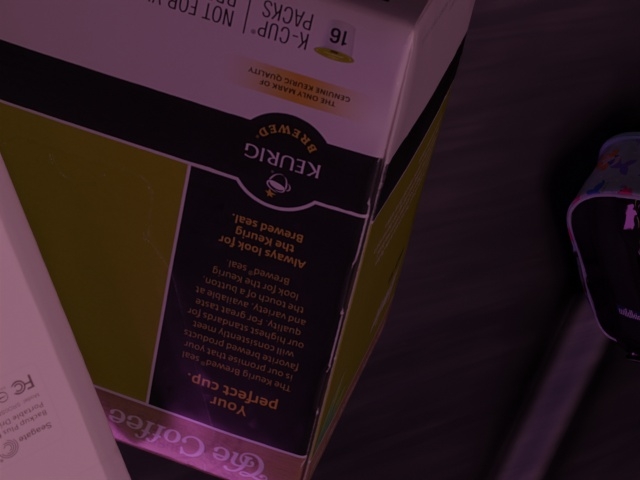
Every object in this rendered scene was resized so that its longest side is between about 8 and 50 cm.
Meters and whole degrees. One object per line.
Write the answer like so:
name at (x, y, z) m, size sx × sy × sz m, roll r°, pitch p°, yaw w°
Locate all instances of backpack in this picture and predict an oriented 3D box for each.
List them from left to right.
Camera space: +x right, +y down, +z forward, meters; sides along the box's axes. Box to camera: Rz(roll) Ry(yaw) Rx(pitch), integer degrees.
backpack at (0.375, -0.002, 1.569) m, size 0.191 × 0.225 × 0.253 m, roll -59°, pitch 141°, yaw -23°

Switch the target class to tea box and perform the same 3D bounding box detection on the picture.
tea box at (-0.105, -0.069, 0.929) m, size 0.220 × 0.329 × 0.324 m, roll -58°, pitch 165°, yaw -58°

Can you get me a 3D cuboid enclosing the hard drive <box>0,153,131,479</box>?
hard drive at (-0.241, 0.050, 0.811) m, size 0.203 × 0.040 × 0.308 m, roll -27°, pitch 114°, yaw -20°
